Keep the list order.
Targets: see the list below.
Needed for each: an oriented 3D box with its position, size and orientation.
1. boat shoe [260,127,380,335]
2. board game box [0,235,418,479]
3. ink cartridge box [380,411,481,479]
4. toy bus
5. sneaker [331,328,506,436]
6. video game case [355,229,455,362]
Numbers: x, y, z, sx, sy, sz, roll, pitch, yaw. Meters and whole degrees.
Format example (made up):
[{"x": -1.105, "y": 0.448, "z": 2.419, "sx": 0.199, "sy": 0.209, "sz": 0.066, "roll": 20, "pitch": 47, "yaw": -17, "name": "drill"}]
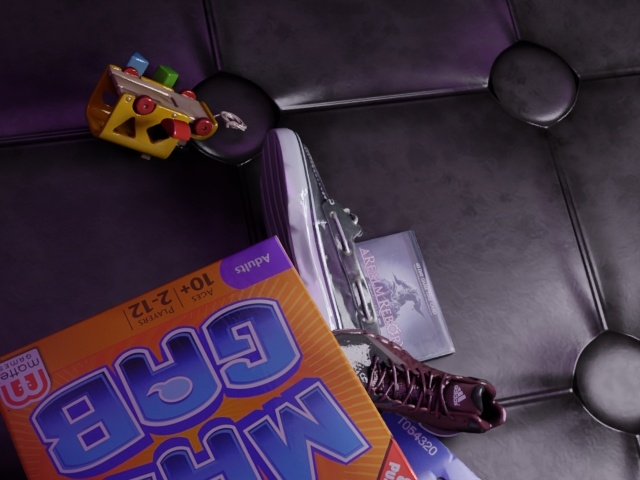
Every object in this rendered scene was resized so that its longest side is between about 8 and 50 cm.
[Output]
[{"x": 0.000, "y": 0.000, "z": 1.635, "sx": 0.119, "sy": 0.121, "sz": 0.335, "roll": -10, "pitch": 82, "yaw": -21, "name": "boat shoe"}, {"x": -0.124, "y": 0.284, "z": 1.339, "sx": 0.356, "sy": 0.356, "sz": 0.356, "roll": -24, "pitch": 62, "yaw": -13, "name": "board game box"}, {"x": 0.114, "y": 0.426, "z": 1.532, "sx": 0.324, "sy": 0.071, "sz": 0.330, "roll": 43, "pitch": 70, "yaw": 8, "name": "ink cartridge box"}, {"x": -0.240, "y": -0.171, "z": 1.678, "sx": 0.202, "sy": 0.191, "sz": 0.104, "roll": 37, "pitch": 111, "yaw": 6, "name": "toy bus"}, {"x": 0.133, "y": 0.187, "z": 1.524, "sx": 0.281, "sy": 0.162, "sz": 0.106, "roll": 22, "pitch": 74, "yaw": -29, "name": "sneaker"}, {"x": 0.036, "y": 0.105, "z": 1.664, "sx": 0.274, "sy": 0.026, "sz": 0.196, "roll": -14, "pitch": 72, "yaw": -14, "name": "video game case"}]
